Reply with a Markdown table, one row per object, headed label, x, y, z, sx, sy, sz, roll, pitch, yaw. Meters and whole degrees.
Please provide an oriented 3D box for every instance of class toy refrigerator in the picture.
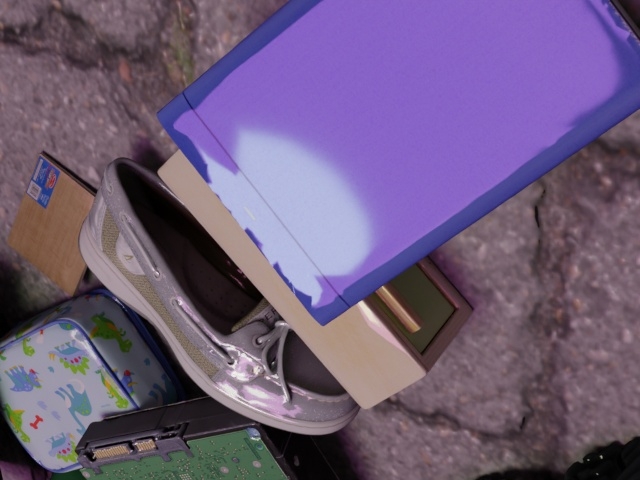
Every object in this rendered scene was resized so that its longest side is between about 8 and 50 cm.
| label | x | y | z | sx | sy | sz | roll | pitch | yaw |
| --- | --- | --- | --- | --- | --- | --- | --- | --- | --- |
| toy refrigerator | 0.000 | 0.000 | 1.004 | 0.269 | 0.102 | 0.094 | 50 | 133 | -3 |

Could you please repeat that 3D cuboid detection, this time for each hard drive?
| label | x | y | z | sx | sy | sz | roll | pitch | yaw |
| --- | --- | --- | --- | --- | --- | --- | --- | --- | --- |
| hard drive | -0.070 | 0.302 | 1.217 | 0.237 | 0.064 | 0.339 | -16 | 120 | 29 |
| hard drive | 0.059 | -0.105 | 0.864 | 0.318 | 0.040 | 0.210 | -36 | 95 | 23 |

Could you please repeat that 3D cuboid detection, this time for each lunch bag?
| label | x | y | z | sx | sy | sz | roll | pitch | yaw |
| --- | --- | --- | --- | --- | --- | --- | --- | --- | --- |
| lunch bag | -0.260 | 0.157 | 1.286 | 0.219 | 0.090 | 0.176 | -25 | 103 | 40 |

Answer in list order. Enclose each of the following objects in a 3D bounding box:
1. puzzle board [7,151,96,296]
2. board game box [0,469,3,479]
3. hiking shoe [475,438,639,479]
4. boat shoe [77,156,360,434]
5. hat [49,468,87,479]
| label | x | y | z | sx | sy | sz | roll | pitch | yaw |
| --- | --- | --- | --- | --- | --- | --- | --- | --- | --- |
| puzzle board | -0.270 | -0.016 | 1.224 | 0.096 | 0.011 | 0.128 | 38 | 125 | 12 |
| board game box | -0.410 | 0.189 | 1.357 | 0.208 | 0.056 | 0.347 | -121 | 23 | -56 |
| hiking shoe | 0.196 | 0.280 | 1.047 | 0.304 | 0.113 | 0.132 | -25 | 103 | 41 |
| boat shoe | -0.088 | 0.052 | 1.090 | 0.320 | 0.118 | 0.103 | 41 | 137 | 14 |
| hat | -0.267 | 0.257 | 1.401 | 0.208 | 0.184 | 0.173 | 20 | 155 | -35 |
